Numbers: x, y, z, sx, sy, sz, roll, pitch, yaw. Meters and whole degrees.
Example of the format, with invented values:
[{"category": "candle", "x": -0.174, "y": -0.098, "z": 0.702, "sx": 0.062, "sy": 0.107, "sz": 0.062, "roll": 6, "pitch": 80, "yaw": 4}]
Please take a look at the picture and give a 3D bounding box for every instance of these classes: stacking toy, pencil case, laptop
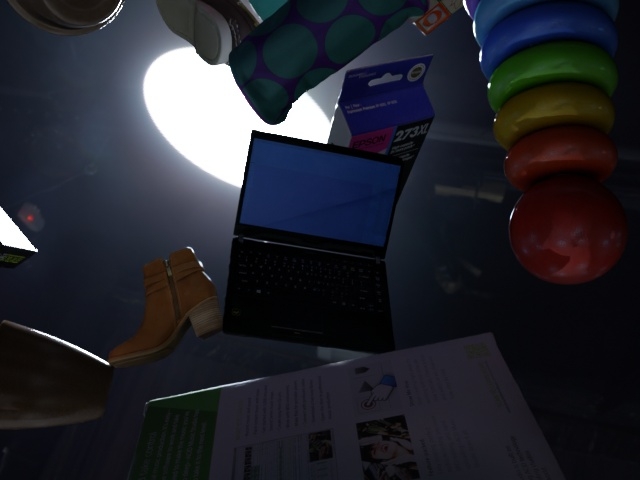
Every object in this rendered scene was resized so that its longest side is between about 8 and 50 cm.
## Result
[{"category": "stacking toy", "x": 0.197, "y": -0.124, "z": 0.543, "sx": 0.141, "sy": 0.330, "sz": 0.141, "roll": 1, "pitch": -15, "yaw": 0}, {"category": "pencil case", "x": 0.005, "y": -0.153, "z": 0.466, "sx": 0.152, "sy": 0.064, "sz": 0.070, "roll": -35, "pitch": -38, "yaw": 9}, {"category": "laptop", "x": 0.000, "y": 0.000, "z": 0.863, "sx": 0.234, "sy": 0.264, "sz": 0.136, "roll": 9, "pitch": -45, "yaw": -10}]

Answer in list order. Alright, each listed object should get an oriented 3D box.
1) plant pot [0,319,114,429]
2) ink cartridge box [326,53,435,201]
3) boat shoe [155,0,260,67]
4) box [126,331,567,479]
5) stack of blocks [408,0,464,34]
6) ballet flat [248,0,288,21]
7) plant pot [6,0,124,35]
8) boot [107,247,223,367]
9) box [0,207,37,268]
[{"category": "plant pot", "x": -0.546, "y": 0.288, "z": 1.273, "sx": 0.230, "sy": 0.215, "sz": 0.215, "roll": 14, "pitch": -26, "yaw": -17}, {"category": "ink cartridge box", "x": 0.088, "y": -0.146, "z": 1.109, "sx": 0.176, "sy": 0.069, "sz": 0.371, "roll": -18, "pitch": -34, "yaw": -27}, {"category": "boat shoe", "x": -0.208, "y": -0.416, "z": 1.128, "sx": 0.097, "sy": 0.324, "sz": 0.116, "roll": -14, "pitch": -43, "yaw": -31}, {"category": "box", "x": 0.008, "y": 0.185, "z": 0.474, "sx": 0.322, "sy": 0.232, "sz": 0.058, "roll": -11, "pitch": -63, "yaw": 2}, {"category": "stack of blocks", "x": 0.192, "y": -0.397, "z": 0.733, "sx": 0.297, "sy": 0.087, "sz": 0.171, "roll": -35, "pitch": -23, "yaw": 23}, {"category": "ballet flat", "x": -0.125, "y": -0.574, "z": 1.321, "sx": 0.400, "sy": 0.139, "sz": 0.139, "roll": 39, "pitch": -33, "yaw": -14}, {"category": "plant pot", "x": -0.479, "y": -0.507, "z": 1.200, "sx": 0.263, "sy": 0.263, "sz": 0.229, "roll": 44, "pitch": 1, "yaw": -42}, {"category": "boot", "x": -0.381, "y": 0.154, "z": 1.456, "sx": 0.283, "sy": 0.220, "sz": 0.109, "roll": -25, "pitch": -17, "yaw": -4}, {"category": "box", "x": -0.420, "y": -0.053, "z": 0.724, "sx": 0.190, "sy": 0.045, "sz": 0.184, "roll": 52, "pitch": -11, "yaw": -5}]
